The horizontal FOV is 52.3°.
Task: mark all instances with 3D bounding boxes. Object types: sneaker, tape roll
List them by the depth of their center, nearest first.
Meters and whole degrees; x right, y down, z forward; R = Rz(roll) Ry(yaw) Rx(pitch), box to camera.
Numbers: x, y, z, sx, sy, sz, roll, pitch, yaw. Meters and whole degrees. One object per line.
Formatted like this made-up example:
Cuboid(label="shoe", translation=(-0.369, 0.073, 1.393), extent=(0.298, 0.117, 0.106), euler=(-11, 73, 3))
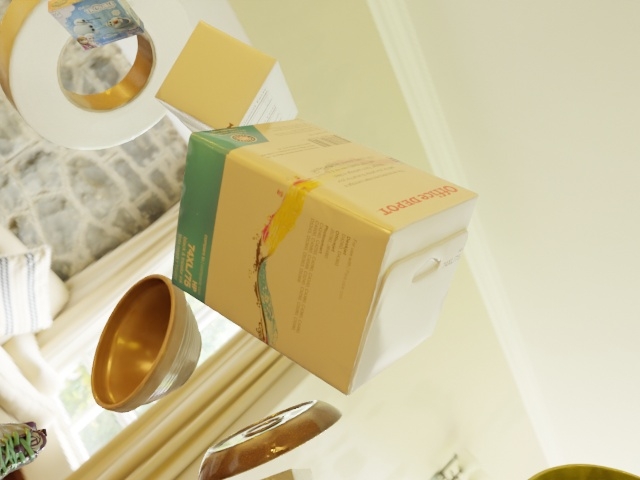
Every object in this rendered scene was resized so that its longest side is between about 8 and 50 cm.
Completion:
Cuboid(label="sneaker", translation=(-0.372, 0.239, 0.749), extent=(0.224, 0.098, 0.083), euler=(163, -87, -71))
Cuboid(label="tape roll", translation=(-0.436, -0.363, 1.299), extent=(0.072, 0.392, 0.392), euler=(43, -14, 31))

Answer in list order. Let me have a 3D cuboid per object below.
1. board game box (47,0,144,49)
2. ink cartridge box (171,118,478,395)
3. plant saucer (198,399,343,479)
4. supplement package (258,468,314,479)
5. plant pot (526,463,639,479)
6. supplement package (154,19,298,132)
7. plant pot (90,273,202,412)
Cuboid(label="board game box", translation=(-0.297, -0.297, 0.869), extent=(0.090, 0.090, 0.020), euler=(54, 23, -68))
Cuboid(label="ink cartridge box", translation=(0.000, 0.000, 0.753), extent=(0.270, 0.198, 0.197), euler=(28, -62, 29))
Cuboid(label="plant saucer", translation=(-0.106, 0.389, 1.299), extent=(0.310, 0.311, 0.050), euler=(124, -58, -77))
Cuboid(label="supplement package", translation=(-0.083, 0.647, 1.514), extent=(0.203, 0.149, 0.194), euler=(59, 11, -68))
Cuboid(label="plant pot", translation=(0.422, 0.550, 0.998), extent=(0.275, 0.275, 0.293), euler=(31, -48, 51))
Cuboid(label="supplement package", translation=(-0.137, -0.216, 1.037), extent=(0.139, 0.133, 0.244), euler=(29, -3, 6))
Cuboid(label="plant pot", translation=(-0.280, 0.185, 1.114), extent=(0.110, 0.237, 0.237), euler=(31, -1, -36))
